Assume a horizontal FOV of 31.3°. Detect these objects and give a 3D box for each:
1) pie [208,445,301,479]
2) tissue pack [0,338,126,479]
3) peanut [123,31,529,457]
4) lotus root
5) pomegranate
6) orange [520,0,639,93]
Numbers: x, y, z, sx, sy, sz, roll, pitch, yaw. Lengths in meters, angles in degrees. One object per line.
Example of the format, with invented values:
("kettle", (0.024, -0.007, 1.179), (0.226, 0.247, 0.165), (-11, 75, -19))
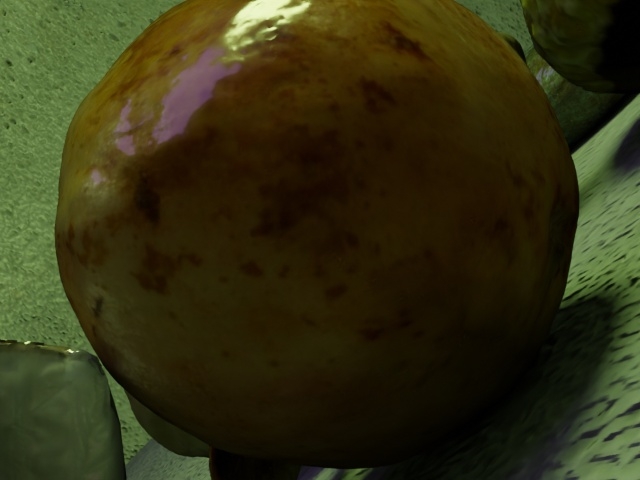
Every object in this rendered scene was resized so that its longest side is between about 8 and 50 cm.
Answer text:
("pie", (-0.027, 0.085, 0.639), (0.033, 0.088, 0.191), (-3, 57, 31))
("tissue pack", (-0.147, 0.172, 0.567), (0.238, 0.238, 0.305), (-45, 1, -21))
("peanut", (0.000, 0.000, 0.811), (0.387, 0.169, 0.192), (-47, -36, 13))
("lotus root", (0.203, -0.127, 1.000), (0.192, 0.088, 0.113), (-44, 8, 33))
("pomegranate", (-0.003, -0.007, 0.522), (0.248, 0.248, 0.248), (-45, 2, 1))
("orange", (0.255, -0.266, 0.756), (0.369, 0.210, 0.271), (-43, -23, -7))
